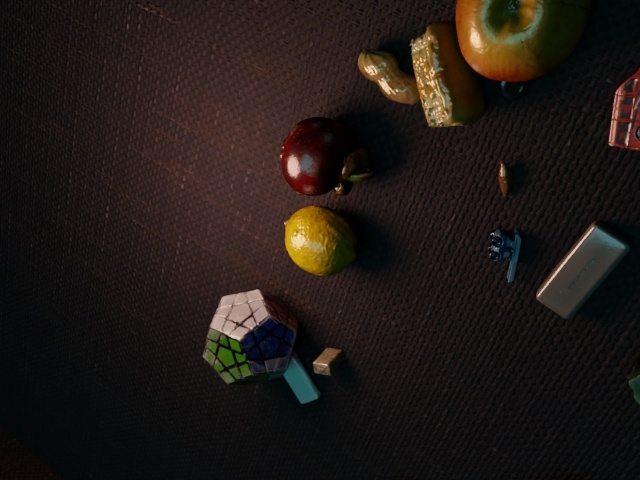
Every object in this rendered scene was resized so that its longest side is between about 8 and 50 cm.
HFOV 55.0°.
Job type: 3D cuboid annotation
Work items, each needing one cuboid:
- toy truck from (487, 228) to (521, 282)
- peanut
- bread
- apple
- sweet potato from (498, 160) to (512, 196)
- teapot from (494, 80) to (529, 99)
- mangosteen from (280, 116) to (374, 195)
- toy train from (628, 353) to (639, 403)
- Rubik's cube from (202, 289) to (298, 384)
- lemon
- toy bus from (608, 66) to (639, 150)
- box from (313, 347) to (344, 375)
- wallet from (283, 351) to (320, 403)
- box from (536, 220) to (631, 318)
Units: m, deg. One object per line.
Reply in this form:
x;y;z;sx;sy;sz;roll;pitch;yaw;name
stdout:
0.463;0.038;1.566;0.074;0.063;0.136;7;116;8;toy truck
0.176;-0.414;1.546;0.193;0.089;0.089;43;124;5;peanut
0.297;-0.382;1.431;0.121;0.174;0.246;-6;97;37;bread
0.419;-0.474;1.285;0.286;0.233;0.286;9;110;27;apple
0.454;-0.152;1.512;0.034;0.034;0.095;5;122;29;sweet potato
0.449;-0.365;1.426;0.100;0.045;0.068;-33;114;18;teapot
0.022;-0.215;1.650;0.257;0.215;0.215;15;118;2;mangosteen
0.867;0.336;1.384;0.299;0.167;0.238;44;134;11;toy train
-0.218;0.308;1.948;0.264;0.319;0.319;8;115;58;Rubik's cube
0.000;0.000;1.744;0.231;0.192;0.192;27;120;13;lemon
0.673;-0.292;1.300;0.089;0.081;0.195;15;117;36;toy bus
0.025;0.380;1.932;0.062;0.098;0.045;4;116;32;box
-0.077;0.459;2.065;0.095;0.033;0.190;-28;93;34;wallet
0.628;0.073;1.480;0.103;0.055;0.244;36;122;14;box
